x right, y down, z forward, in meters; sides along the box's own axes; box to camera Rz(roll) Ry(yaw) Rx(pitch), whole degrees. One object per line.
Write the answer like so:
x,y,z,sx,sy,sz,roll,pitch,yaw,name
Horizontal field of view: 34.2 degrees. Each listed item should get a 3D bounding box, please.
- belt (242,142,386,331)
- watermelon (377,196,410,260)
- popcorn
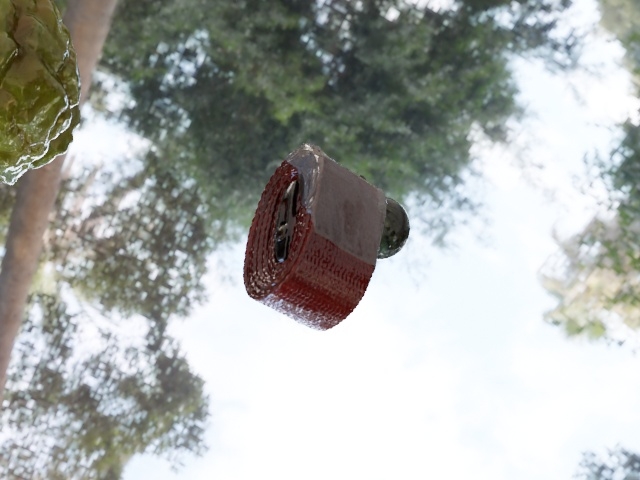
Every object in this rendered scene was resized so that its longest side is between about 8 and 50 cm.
0.000,0.000,1.165,0.124,0.128,0.201,31,-125,-31,belt
0.101,-0.012,1.786,0.105,0.133,0.105,-1,-135,1,watermelon
-0.403,-0.185,1.117,0.282,0.247,0.282,5,-112,-12,popcorn
